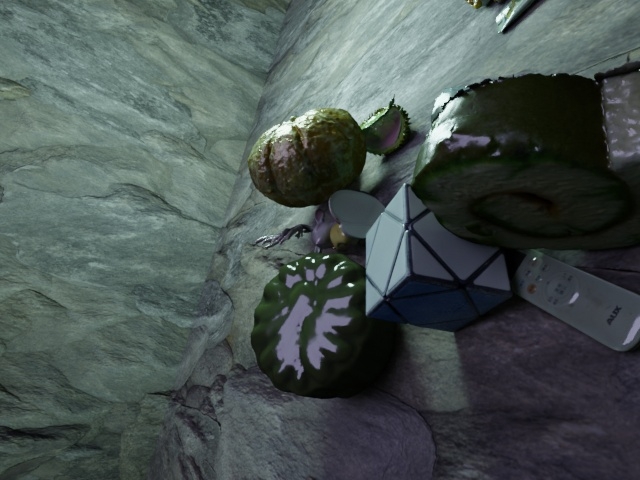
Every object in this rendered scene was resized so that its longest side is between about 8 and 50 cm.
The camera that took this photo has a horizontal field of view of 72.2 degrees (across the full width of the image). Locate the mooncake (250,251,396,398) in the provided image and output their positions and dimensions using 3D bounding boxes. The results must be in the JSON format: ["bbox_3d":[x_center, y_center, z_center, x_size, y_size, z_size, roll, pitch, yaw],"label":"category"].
[{"bbox_3d":[0.000,0.205,1.085,0.356,0.194,0.356,-14,64,30],"label":"mooncake"}]

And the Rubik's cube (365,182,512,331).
[{"bbox_3d":[0.215,0.041,0.860,0.205,0.205,0.207,121,156,-57],"label":"Rubik's cube"}]

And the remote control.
[{"bbox_3d":[0.396,0.078,0.736,0.090,0.038,0.309,-63,27,10],"label":"remote control"}]

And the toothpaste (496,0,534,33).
[{"bbox_3d":[0.509,-0.590,1.011,0.255,0.037,0.067,-38,40,51],"label":"toothpaste"}]

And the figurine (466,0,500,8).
[{"bbox_3d":[0.446,-0.657,1.145,0.143,0.068,0.101,-7,68,46],"label":"figurine"}]

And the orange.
[{"bbox_3d":[-0.027,-0.226,1.303,0.369,0.271,0.210,-24,30,-1],"label":"orange"}]

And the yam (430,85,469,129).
[{"bbox_3d":[0.365,-0.205,0.843,0.271,0.202,0.201,14,105,61],"label":"yam"}]

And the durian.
[{"bbox_3d":[0.203,-0.341,1.323,0.095,0.137,0.221,-44,8,-27],"label":"durian"}]

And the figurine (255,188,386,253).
[{"bbox_3d":[-0.005,-0.013,1.285,0.284,0.206,0.316,-36,-3,-37],"label":"figurine"}]

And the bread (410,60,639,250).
[{"bbox_3d":[0.328,-0.092,0.618,0.382,0.366,0.129,142,143,-65],"label":"bread"}]
